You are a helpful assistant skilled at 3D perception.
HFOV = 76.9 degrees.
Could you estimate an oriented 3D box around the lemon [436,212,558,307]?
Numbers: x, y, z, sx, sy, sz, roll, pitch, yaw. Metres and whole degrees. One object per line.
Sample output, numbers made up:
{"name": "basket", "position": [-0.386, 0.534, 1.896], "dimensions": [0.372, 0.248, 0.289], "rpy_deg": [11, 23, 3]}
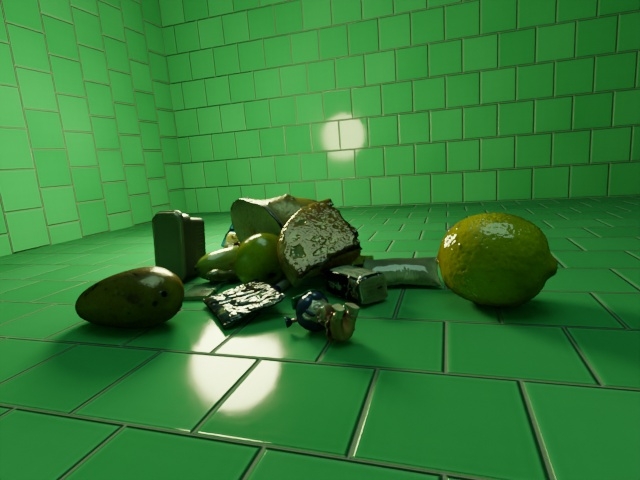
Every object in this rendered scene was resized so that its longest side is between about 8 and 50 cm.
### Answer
{"name": "lemon", "position": [0.442, 0.048, 1.053], "dimensions": [0.254, 0.253, 0.311], "rpy_deg": [-15, 15, -43]}

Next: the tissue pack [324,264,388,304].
{"name": "tissue pack", "position": [0.102, 0.128, 1.181], "dimensions": [0.103, 0.090, 0.170], "rpy_deg": [-11, 11, -33]}

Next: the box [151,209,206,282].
{"name": "box", "position": [-0.536, 0.019, 1.552], "dimensions": [0.139, 0.273, 0.178], "rpy_deg": [1, 6, 18]}

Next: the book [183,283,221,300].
{"name": "book", "position": [-0.396, 0.170, 1.345], "dimensions": [0.103, 0.017, 0.135], "rpy_deg": [-4, 10, 7]}

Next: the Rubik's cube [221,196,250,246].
{"name": "Rubik's cube", "position": [-0.366, -0.044, 2.114], "dimensions": [0.234, 0.228, 0.228], "rpy_deg": [32, -29, 4]}

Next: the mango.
{"name": "mango", "position": [-0.530, 0.157, 1.103], "dimensions": [0.331, 0.175, 0.176], "rpy_deg": [-2, -34, 10]}

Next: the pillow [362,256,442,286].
{"name": "pillow", "position": [0.256, 0.104, 1.281], "dimensions": [0.255, 0.078, 0.144], "rpy_deg": [-2, 28, 8]}

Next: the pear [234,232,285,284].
{"name": "pear", "position": [-0.203, 0.065, 1.382], "dimensions": [0.199, 0.197, 0.198], "rpy_deg": [-4, 11, 1]}

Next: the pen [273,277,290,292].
{"name": "pen", "position": [-0.115, 0.141, 1.347], "dimensions": [0.033, 0.033, 0.269], "rpy_deg": [-1, 12, 19]}

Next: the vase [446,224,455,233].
{"name": "vase", "position": [0.641, -0.022, 1.762], "dimensions": [0.096, 0.095, 0.219], "rpy_deg": [-7, 8, -15]}

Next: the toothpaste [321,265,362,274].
{"name": "toothpaste", "position": [0.061, 0.106, 1.433], "dimensions": [0.315, 0.055, 0.058], "rpy_deg": [4, 54, 24]}

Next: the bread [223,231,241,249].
{"name": "bread", "position": [-0.244, 0.022, 1.746], "dimensions": [0.362, 0.077, 0.138], "rpy_deg": [-2, 53, 10]}

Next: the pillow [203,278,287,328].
{"name": "pillow", "position": [-0.223, 0.170, 1.160], "dimensions": [0.189, 0.034, 0.256], "rpy_deg": [-24, 16, -23]}

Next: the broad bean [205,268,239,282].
{"name": "broad bean", "position": [-0.295, 0.117, 1.461], "dimensions": [0.257, 0.052, 0.052], "rpy_deg": [-9, 23, -38]}

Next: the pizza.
{"name": "pizza", "position": [0.000, 0.000, 1.340], "dimensions": [0.278, 0.113, 0.408], "rpy_deg": [10, 46, 3]}

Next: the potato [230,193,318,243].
{"name": "potato", "position": [-0.130, -0.055, 1.618], "dimensions": [0.296, 0.289, 0.397], "rpy_deg": [-22, 21, -36]}

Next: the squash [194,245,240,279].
{"name": "squash", "position": [-0.376, 0.088, 1.496], "dimensions": [0.187, 0.122, 0.123], "rpy_deg": [-13, 14, -40]}

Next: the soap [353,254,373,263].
{"name": "soap", "position": [0.095, 0.065, 1.498], "dimensions": [0.092, 0.036, 0.252], "rpy_deg": [7, 2, 38]}

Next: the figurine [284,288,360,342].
{"name": "figurine", "position": [0.000, 0.177, 0.947], "dimensions": [0.112, 0.102, 0.195], "rpy_deg": [3, 8, -34]}
